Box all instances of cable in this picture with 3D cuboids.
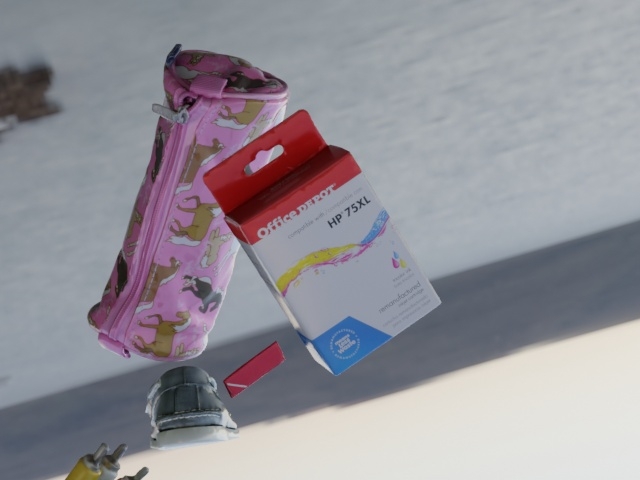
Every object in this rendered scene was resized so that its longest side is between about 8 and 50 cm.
[{"bbox_3d":[-0.332,0.371,1.967,0.287,0.072,0.139,-39,139,6],"label":"cable"}]

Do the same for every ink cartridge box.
[{"bbox_3d":[0.000,0.000,1.546,0.134,0.231,0.078,-35,-164,-8],"label":"ink cartridge box"}]

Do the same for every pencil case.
[{"bbox_3d":[-0.162,-0.037,1.891,0.167,0.386,0.160,8,-155,-24],"label":"pencil case"}]

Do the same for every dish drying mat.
[{"bbox_3d":[-0.081,0.159,1.916,0.083,0.032,0.008,-35,-147,-17],"label":"dish drying mat"}]

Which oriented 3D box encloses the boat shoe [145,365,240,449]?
[{"bbox_3d":[-0.164,0.210,1.966,0.116,0.099,0.319,-7,174,-5],"label":"boat shoe"}]
